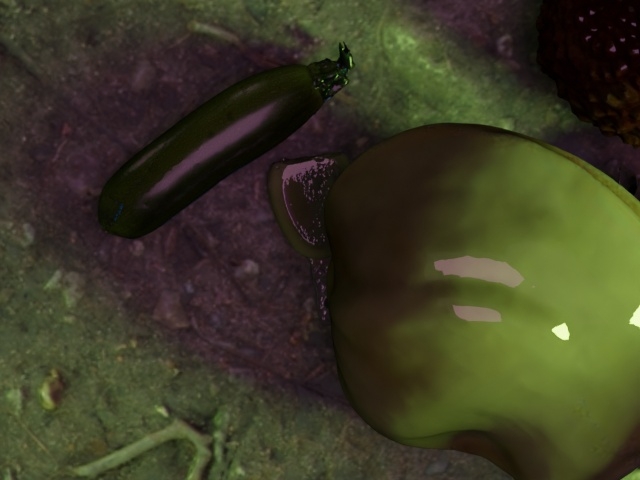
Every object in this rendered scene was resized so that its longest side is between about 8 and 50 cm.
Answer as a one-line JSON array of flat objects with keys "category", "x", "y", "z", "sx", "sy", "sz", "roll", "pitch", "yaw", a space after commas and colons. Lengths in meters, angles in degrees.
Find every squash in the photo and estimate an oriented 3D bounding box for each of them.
[{"category": "squash", "x": -0.101, "y": -0.111, "z": 1.494, "sx": 0.331, "sy": 0.087, "sz": 0.087, "roll": -33, "pitch": 100, "yaw": -2}]

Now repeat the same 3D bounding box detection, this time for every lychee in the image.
[{"category": "lychee", "x": 0.362, "y": -0.233, "z": 1.449, "sx": 0.276, "sy": 0.276, "sz": 0.304, "roll": -46, "pitch": 125, "yaw": 0}]

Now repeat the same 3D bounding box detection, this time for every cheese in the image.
[{"category": "cheese", "x": 0.000, "y": 0.000, "z": 1.543, "sx": 0.097, "sy": 0.037, "sz": 0.192, "roll": -10, "pitch": 99, "yaw": -4}]

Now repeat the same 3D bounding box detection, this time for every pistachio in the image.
[{"category": "pistachio", "x": 0.185, "y": 0.075, "z": 1.453, "sx": 0.445, "sy": 0.281, "sz": 0.365, "roll": 43, "pitch": 114, "yaw": -10}]

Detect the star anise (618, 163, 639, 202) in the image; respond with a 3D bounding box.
[{"category": "star anise", "x": 0.359, "y": -0.029, "z": 1.540, "sx": 0.056, "sy": 0.129, "sz": 0.124, "roll": -27, "pitch": 94, "yaw": -38}]
